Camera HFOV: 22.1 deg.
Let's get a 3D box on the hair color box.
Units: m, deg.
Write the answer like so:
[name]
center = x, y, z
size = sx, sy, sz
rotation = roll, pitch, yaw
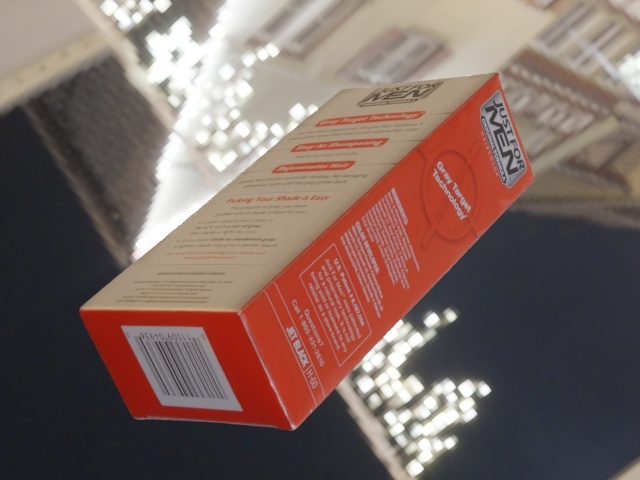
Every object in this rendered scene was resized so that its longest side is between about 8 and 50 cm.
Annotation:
[hair color box]
center = 0.000, 0.000, 0.511
size = 0.141, 0.072, 0.043
rotation = -43, -61, -39
